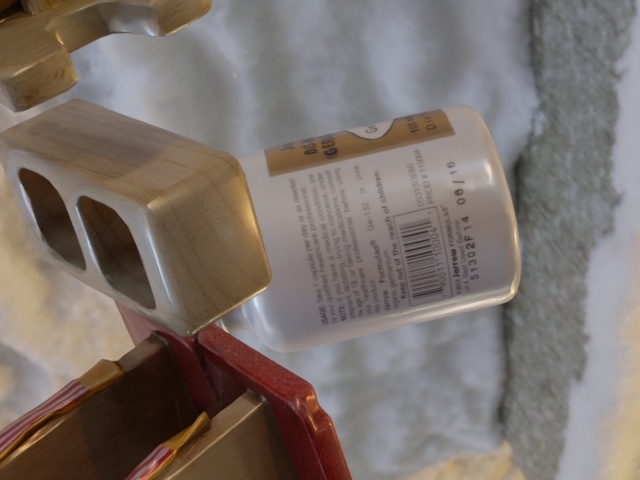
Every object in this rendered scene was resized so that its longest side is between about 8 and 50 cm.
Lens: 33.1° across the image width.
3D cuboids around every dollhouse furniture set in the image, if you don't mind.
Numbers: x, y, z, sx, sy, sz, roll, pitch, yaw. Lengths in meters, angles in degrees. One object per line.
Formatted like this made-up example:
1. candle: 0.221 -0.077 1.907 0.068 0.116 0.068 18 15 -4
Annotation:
1. dollhouse furniture set: -0.133 0.029 0.397 0.201 0.152 0.374 -35 126 -28

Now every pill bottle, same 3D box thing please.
1. pill bottle: 0.000 0.000 0.685 0.229 0.131 0.131 -13 142 -1
